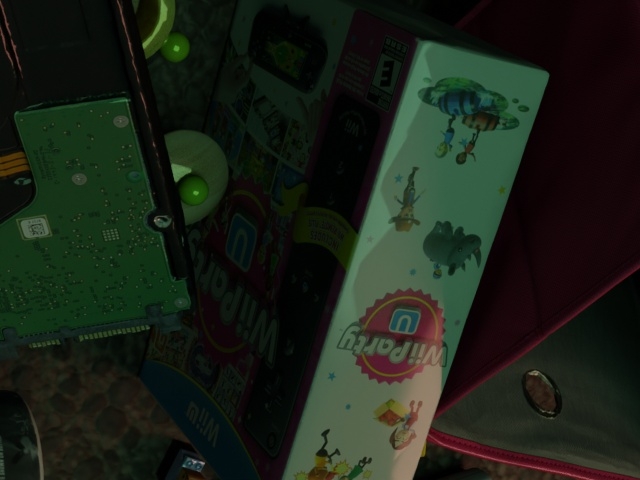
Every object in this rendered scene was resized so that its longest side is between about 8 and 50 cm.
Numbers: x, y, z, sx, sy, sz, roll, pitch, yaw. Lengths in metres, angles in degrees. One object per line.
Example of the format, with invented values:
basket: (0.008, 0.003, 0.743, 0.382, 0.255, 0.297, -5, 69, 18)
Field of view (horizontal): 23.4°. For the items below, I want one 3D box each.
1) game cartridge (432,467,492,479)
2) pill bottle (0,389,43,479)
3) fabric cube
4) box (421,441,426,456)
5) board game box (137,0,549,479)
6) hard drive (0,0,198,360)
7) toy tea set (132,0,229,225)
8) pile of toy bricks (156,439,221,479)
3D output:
game cartridge: (0.053, 0.336, 1.244, 0.196, 0.060, 0.294, -15, 116, -25)
pill bottle: (-0.303, 0.153, 0.937, 0.245, 0.130, 0.130, 4, 108, -29)
fabric cube: (0.210, -0.017, 0.999, 0.254, 0.258, 0.259, 16, 139, -32)
box: (0.048, 0.077, 1.131, 0.059, 0.054, 0.169, -6, 113, -25)
board game box: (0.000, 0.000, 0.973, 0.097, 0.224, 0.303, 7, 106, -31)
hard drive: (-0.207, -0.065, 0.838, 0.236, 0.064, 0.339, -9, 134, 0)
toy tea set: (-0.178, -0.111, 0.894, 0.336, 0.124, 0.200, 24, 98, -33)
pile of toy bricks: (-0.058, 0.218, 1.105, 0.118, 0.105, 0.212, 21, 100, -32)
